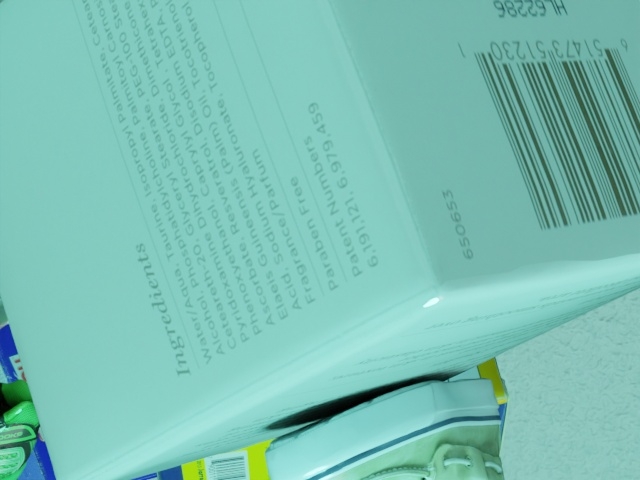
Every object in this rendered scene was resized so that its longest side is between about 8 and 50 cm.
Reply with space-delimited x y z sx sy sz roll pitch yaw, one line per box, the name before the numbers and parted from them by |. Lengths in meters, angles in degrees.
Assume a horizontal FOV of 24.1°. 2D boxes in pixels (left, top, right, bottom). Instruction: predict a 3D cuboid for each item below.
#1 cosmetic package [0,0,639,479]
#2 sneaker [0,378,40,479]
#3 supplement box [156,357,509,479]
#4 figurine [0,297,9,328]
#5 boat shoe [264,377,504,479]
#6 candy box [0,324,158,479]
cosmetic package | 0.003 -0.062 1.010 0.329 0.327 0.394 -9 164 -44
sneaker | -0.425 0.125 1.435 0.343 0.134 0.146 27 109 -20
supplement box | -0.001 0.164 1.584 0.357 0.194 0.195 -7 141 -5
figurine | -0.416 0.078 1.624 0.215 0.092 0.209 -17 177 -18
boat shoe | 0.068 0.159 1.092 0.109 0.094 0.302 -25 168 28
candy box | -0.281 0.188 1.881 0.317 0.268 0.122 -7 160 -47
